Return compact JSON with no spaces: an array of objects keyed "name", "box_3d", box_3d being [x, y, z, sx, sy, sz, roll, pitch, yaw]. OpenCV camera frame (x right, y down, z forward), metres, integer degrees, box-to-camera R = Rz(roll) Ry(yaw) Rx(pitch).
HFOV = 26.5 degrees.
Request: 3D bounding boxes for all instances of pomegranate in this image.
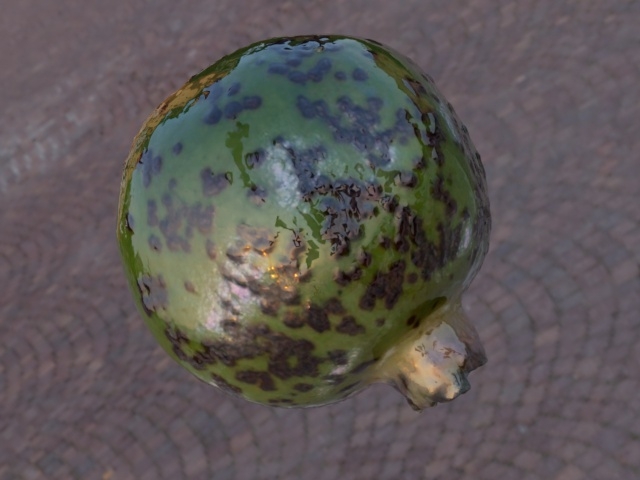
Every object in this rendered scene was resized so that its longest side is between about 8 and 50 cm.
[{"name":"pomegranate","box_3d":[0.000,0.000,0.880,0.254,0.270,0.254,-37,-10,-8]}]
